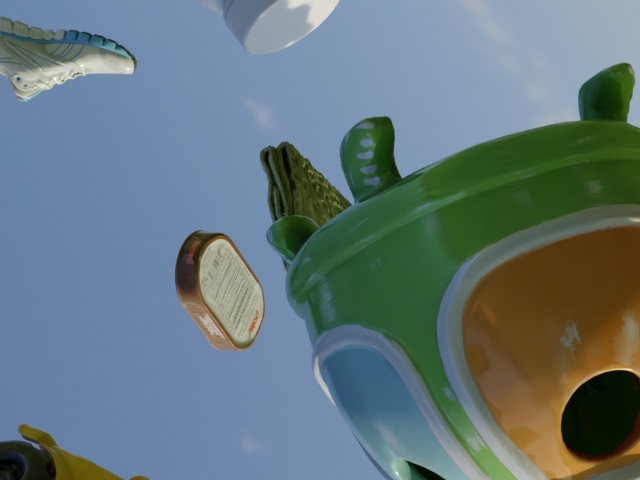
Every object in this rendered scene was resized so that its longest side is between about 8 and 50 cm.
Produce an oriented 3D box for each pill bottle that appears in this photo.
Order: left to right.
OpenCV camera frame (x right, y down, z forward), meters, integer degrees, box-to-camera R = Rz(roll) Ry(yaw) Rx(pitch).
[{"bbox_3d":[-0.077,-0.268,1.483,0.208,0.119,0.119,56,-162,16],"label":"pill bottle"}]

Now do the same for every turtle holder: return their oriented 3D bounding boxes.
[{"bbox_3d":[0.095,0.063,1.040,0.243,0.320,0.227,-8,-109,-39],"label":"turtle holder"}]

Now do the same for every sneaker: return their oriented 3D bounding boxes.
[{"bbox_3d":[-0.295,-0.187,1.899,0.071,0.190,0.083,105,173,-80],"label":"sneaker"}]

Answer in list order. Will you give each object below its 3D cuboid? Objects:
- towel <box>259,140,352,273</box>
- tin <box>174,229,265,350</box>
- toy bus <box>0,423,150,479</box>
[{"bbox_3d":[0.000,0.000,1.252,0.148,0.027,0.110,39,-144,-57],"label":"towel"},{"bbox_3d":[-0.125,0.066,2.217,0.106,0.040,0.190,-65,-35,-27],"label":"tin"},{"bbox_3d":[-0.195,0.272,1.308,0.220,0.211,0.149,-52,-35,-38],"label":"toy bus"}]
